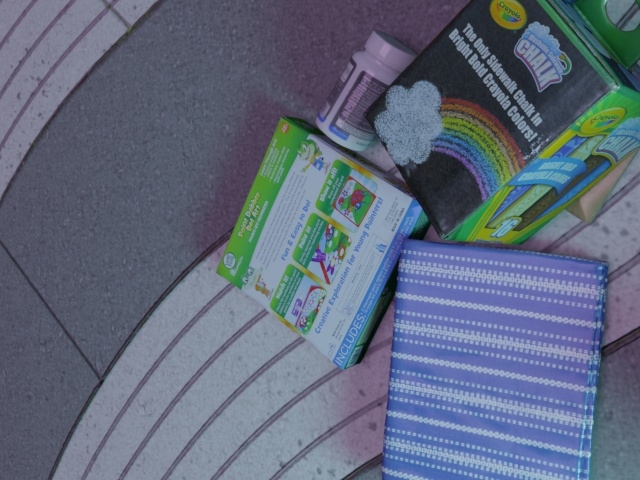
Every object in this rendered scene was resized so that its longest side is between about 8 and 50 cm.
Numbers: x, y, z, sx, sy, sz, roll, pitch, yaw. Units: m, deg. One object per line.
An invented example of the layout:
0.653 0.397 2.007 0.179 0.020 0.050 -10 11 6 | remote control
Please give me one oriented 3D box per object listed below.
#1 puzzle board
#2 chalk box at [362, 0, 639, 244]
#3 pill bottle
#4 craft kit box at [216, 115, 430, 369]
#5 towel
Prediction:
0.294 -0.097 0.902 0.096 0.011 0.128 39 112 27 | puzzle board
0.225 -0.151 0.833 0.289 0.179 0.180 -43 63 29 | chalk box
0.059 -0.187 1.013 0.078 0.078 0.137 44 115 24 | pill bottle
0.000 0.000 1.080 0.247 0.061 0.249 34 111 25 | craft kit box
0.197 0.174 0.947 0.243 0.040 0.335 6 95 23 | towel
